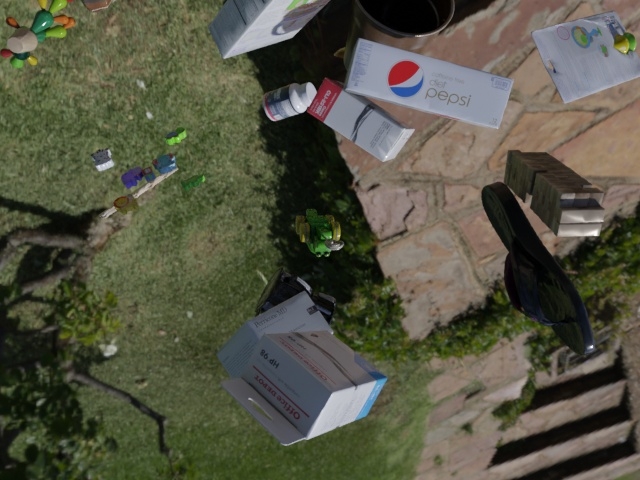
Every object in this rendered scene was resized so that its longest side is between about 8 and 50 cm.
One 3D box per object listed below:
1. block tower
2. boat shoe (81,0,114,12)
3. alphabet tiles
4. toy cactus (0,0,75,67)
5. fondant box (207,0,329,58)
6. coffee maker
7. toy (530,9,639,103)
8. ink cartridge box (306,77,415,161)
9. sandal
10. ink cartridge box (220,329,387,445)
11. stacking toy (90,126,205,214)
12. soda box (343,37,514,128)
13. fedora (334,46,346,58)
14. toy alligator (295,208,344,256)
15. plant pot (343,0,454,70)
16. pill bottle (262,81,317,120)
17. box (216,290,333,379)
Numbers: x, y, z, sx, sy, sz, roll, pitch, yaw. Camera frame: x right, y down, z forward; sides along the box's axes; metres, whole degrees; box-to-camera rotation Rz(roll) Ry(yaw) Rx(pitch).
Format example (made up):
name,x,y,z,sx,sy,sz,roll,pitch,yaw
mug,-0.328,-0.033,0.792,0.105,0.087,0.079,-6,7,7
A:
name,x,y,z,sx,sy,sz,roll,pitch,yaw
block tower,0.515,-0.117,1.228,0.097,0.335,0.090,0,115,-2
boat shoe,-0.604,-0.716,1.511,0.123,0.323,0.119,-14,143,-3
alphabet tiles,-0.593,-0.158,1.780,0.284,0.278,0.021,-39,106,-21
toy cactus,-0.653,-0.471,1.228,0.219,0.180,0.112,-30,119,15
fondant box,-0.105,-0.588,1.349,0.238,0.096,0.330,-30,-171,-31
coffee maker,-0.068,0.182,1.395,0.178,0.120,0.171,32,73,-11
toy,0.477,-0.329,0.993,0.238,0.136,0.056,-22,176,-22
ink cartridge box,0.124,-0.353,1.605,0.114,0.273,0.197,-59,171,19
sandal,0.461,0.070,1.245,0.107,0.445,0.167,-21,150,-1
ink cartridge box,-0.012,0.155,0.606,0.060,0.104,0.180,-61,152,9
stacking toy,-0.393,-0.163,1.259,0.221,0.052,0.166,-24,145,-12
soda box,0.144,-0.214,0.751,0.216,0.074,0.069,14,103,-4
fedora,0.130,-0.438,1.373,0.195,0.194,0.079,-2,101,-25
toy alligator,0.000,0.000,0.792,0.056,0.189,0.051,-2,109,-11
plant pot,0.116,-0.356,0.930,0.167,0.166,0.165,-12,161,-16
pill bottle,-0.107,-0.505,1.969,0.180,0.107,0.108,-11,147,28
box,-0.103,0.228,1.213,0.181,0.119,0.182,-25,164,-43
